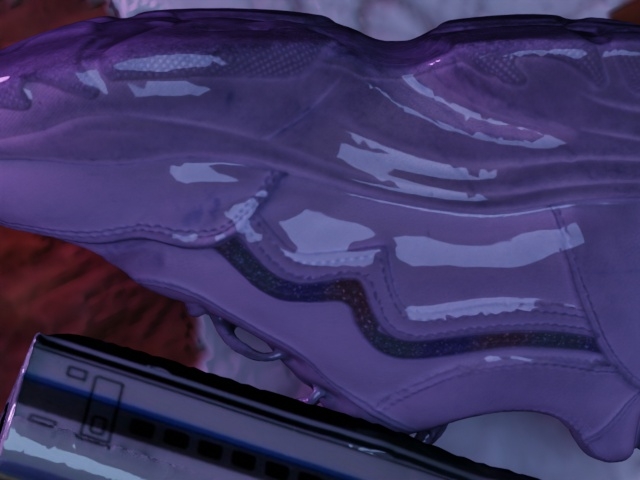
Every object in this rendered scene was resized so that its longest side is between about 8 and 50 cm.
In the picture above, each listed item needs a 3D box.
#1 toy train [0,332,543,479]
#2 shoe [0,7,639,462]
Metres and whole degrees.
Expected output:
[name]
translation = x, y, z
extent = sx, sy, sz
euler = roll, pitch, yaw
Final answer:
[toy train]
translation = 0.026, 0.093, 0.544
extent = 0.252, 0.055, 0.048
euler = 18, 42, -10
[shoe]
translation = 0.000, 0.000, 0.559
extent = 0.245, 0.095, 0.137
euler = 0, 99, -2
